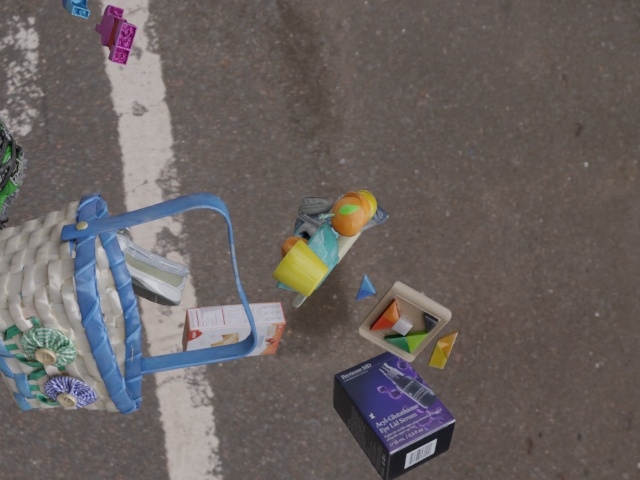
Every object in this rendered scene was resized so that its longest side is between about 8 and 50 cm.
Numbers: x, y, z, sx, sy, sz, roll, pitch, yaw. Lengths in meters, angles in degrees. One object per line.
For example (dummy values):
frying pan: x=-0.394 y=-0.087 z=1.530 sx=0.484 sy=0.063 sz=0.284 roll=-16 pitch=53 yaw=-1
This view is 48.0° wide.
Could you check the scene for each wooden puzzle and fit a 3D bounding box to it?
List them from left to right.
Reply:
wooden puzzle: x=0.082 y=0.082 z=0.703 sx=0.116 sy=0.014 sz=0.079 roll=24 pitch=119 yaw=-5

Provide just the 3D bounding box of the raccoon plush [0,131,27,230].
raccoon plush: x=-0.646 y=-0.117 z=1.213 sx=0.216 sy=0.446 sz=0.299 roll=-39 pitch=156 yaw=-2

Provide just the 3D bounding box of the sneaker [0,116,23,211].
sneaker: x=-0.456 y=-0.144 z=0.952 sx=0.146 sy=0.343 sz=0.134 roll=26 pitch=61 yaw=-15

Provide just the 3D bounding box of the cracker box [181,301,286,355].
cracker box: x=-0.213 y=0.223 z=1.745 sx=0.232 sy=0.156 sz=0.067 roll=-2 pitch=54 yaw=-17

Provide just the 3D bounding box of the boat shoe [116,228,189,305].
boat shoe: x=-0.392 y=0.030 z=1.462 sx=0.320 sy=0.118 sz=0.103 roll=40 pitch=59 yaw=-43

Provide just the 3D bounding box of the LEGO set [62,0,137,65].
LEGO set: x=-0.245 y=-0.330 z=0.811 sx=0.087 sy=0.093 sz=0.227 roll=5 pitch=115 yaw=-43

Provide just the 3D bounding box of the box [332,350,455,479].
box: x=0.137 y=0.335 z=1.398 sx=0.153 sy=0.207 sz=0.108 roll=-21 pitch=136 yaw=-22

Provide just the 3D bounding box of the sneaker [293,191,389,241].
sneaker: x=0.042 y=-0.028 z=1.630 sx=0.110 sy=0.283 sz=0.122 roll=31 pitch=70 yaw=-32

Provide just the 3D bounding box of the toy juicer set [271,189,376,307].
toy juicer set: x=0.000 y=0.000 z=1.166 sx=0.089 sy=0.329 sz=0.209 roll=37 pitch=81 yaw=3

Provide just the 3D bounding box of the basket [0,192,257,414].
basket: x=-0.227 y=0.075 z=0.819 sx=0.288 sy=0.201 sz=0.255 roll=-15 pitch=132 yaw=-7
